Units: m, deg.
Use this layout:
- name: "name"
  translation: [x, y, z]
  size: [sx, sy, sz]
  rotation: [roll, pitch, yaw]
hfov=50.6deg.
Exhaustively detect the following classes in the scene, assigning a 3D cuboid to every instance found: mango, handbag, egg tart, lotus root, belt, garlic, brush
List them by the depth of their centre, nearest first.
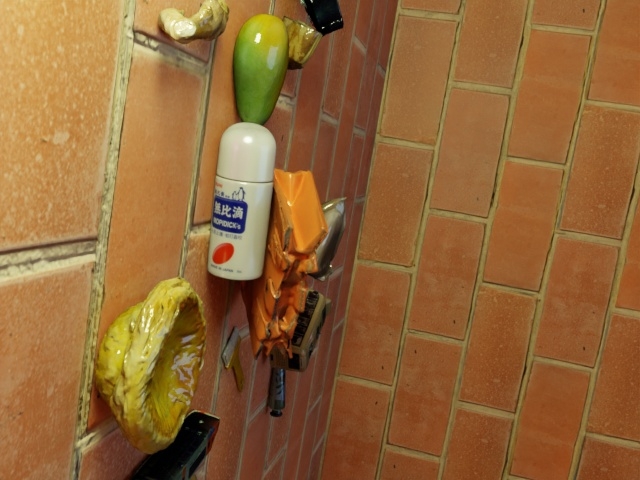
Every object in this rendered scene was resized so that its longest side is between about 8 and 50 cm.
- name: "egg tart"
  translation: [-0.300, 0.210, 1.191]
  size: [0.319, 0.128, 0.319]
  rotation: [10, 90, -80]
- name: "mango"
  translation: [-0.130, -0.371, 1.497]
  size: [0.156, 0.114, 0.251]
  rotation: [-73, 168, -60]
- name: "handbag"
  translation: [-0.100, 0.054, 1.632]
  size: [0.303, 0.116, 0.410]
  rotation: [-106, -154, -51]
- name: "lotus root"
  translation: [-0.069, -0.514, 1.749]
  size: [0.159, 0.095, 0.135]
  rotation: [32, -75, 60]
- name: "belt"
  translation: [-0.006, -0.632, 1.758]
  size: [0.151, 0.078, 0.198]
  rotation: [-158, -135, -88]
- name: "brush"
  translation: [-0.235, 0.352, 1.897]
  size: [0.272, 0.013, 0.103]
  rotation: [87, 18, -50]
- name: "garlic"
  translation: [0.002, 0.000, 2.411]
  size: [0.279, 0.132, 0.325]
  rotation: [-55, 156, -65]

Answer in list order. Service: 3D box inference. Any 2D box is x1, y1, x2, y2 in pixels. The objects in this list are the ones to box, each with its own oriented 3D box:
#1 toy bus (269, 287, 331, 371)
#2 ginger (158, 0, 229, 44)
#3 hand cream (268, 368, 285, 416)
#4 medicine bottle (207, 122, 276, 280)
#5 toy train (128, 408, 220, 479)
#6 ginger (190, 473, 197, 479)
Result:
- name: "toy bus"
  translation: [-0.073, 0.288, 2.252]
  size: [0.289, 0.157, 0.139]
  rotation: [-66, 163, -47]
- name: "ginger"
  translation: [-0.213, -0.390, 1.196]
  size: [0.089, 0.075, 0.288]
  rotation: [-59, -179, 21]
- name: "hand cream"
  translation: [-0.145, 0.476, 2.347]
  size: [0.091, 0.058, 0.271]
  rotation: [-25, 120, -80]
- name: "medicine bottle"
  translation: [-0.173, -0.090, 1.504]
  size: [0.130, 0.130, 0.341]
  rotation: [-40, 140, -72]
- name: "toy train"
  translation: [-0.323, 0.490, 1.422]
  size: [0.409, 0.086, 0.089]
  rotation: [-46, 146, -70]
- name: "ginger"
  translation: [-0.321, 0.607, 1.649]
  size: [0.057, 0.044, 0.137]
  rotation: [-94, -175, -51]
